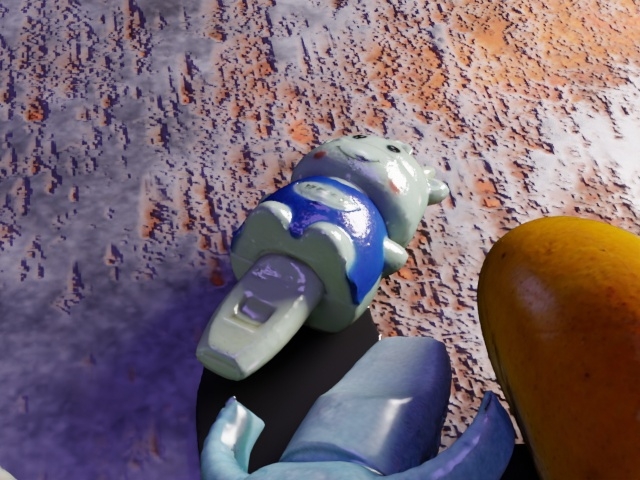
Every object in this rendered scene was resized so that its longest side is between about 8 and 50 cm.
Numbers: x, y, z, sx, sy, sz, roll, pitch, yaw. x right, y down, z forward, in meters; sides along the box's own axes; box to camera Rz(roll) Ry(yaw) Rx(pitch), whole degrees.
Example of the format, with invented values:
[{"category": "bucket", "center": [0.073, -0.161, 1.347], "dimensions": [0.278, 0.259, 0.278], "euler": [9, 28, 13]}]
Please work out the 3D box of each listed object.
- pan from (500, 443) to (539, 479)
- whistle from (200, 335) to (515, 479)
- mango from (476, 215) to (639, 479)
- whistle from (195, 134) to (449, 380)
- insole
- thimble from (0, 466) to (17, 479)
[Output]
[{"category": "pan", "center": [0.100, 0.200, 0.660], "dimensions": [0.136, 0.028, 0.235], "euler": [16, 46, 13]}, {"category": "whistle", "center": [0.005, 0.148, 0.654], "dimensions": [0.186, 0.093, 0.274], "euler": [-7, 34, 33]}, {"category": "mango", "center": [0.168, 0.074, 0.669], "dimensions": [0.138, 0.187, 0.257], "euler": [-46, 54, 13]}, {"category": "whistle", "center": [0.000, 0.000, 0.804], "dimensions": [0.110, 0.092, 0.244], "euler": [25, 46, 19]}, {"category": "insole", "center": [-0.019, 0.138, 0.735], "dimensions": [0.119, 0.009, 0.348], "euler": [0, 44, 1]}, {"category": "thimble", "center": [-0.249, 0.212, 0.523], "dimensions": [0.292, 0.195, 0.291], "euler": [1, 43, -1]}]
